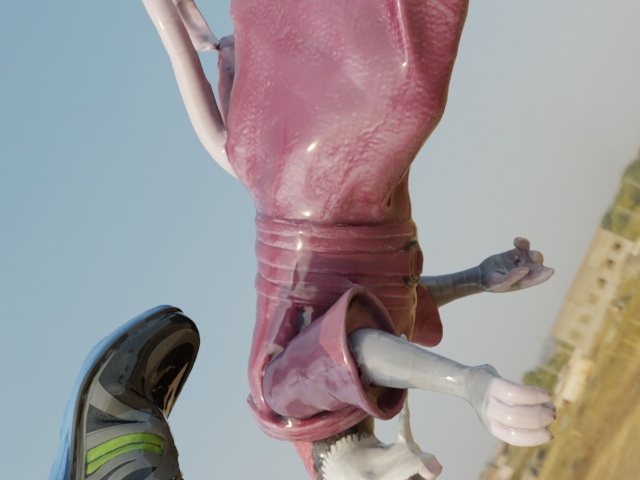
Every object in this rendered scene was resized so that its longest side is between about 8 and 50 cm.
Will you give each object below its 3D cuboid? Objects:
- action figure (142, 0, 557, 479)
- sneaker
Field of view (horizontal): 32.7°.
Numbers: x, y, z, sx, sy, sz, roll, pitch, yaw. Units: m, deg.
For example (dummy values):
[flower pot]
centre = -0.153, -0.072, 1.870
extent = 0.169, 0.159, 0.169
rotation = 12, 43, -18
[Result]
[action figure]
centre = 0.000, 0.000, 0.623
extent = 0.248, 0.275, 0.370
rotation = 6, -92, -81
[sneaker]
centre = -0.085, 0.113, 0.495
extent = 0.067, 0.078, 0.188
rotation = 77, -160, -45
